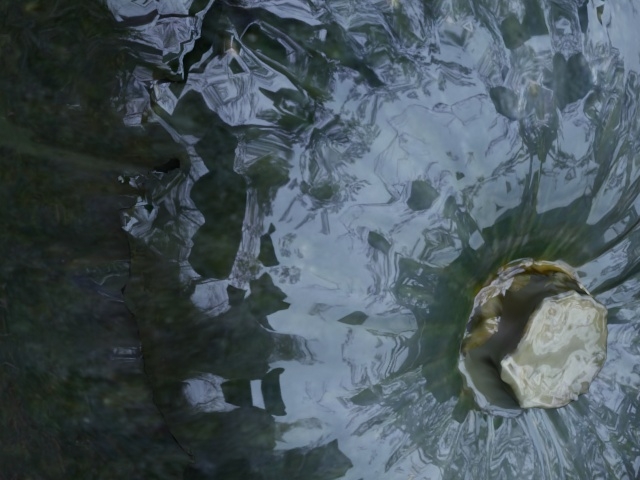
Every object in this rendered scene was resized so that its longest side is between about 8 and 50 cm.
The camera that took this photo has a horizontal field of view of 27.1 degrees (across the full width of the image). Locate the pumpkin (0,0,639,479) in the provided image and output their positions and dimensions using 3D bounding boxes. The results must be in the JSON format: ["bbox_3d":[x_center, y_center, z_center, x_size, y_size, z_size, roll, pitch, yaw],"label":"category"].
[{"bbox_3d":[0.000,0.000,0.495,0.292,0.257,0.327,-20,112,-31],"label":"pumpkin"}]
